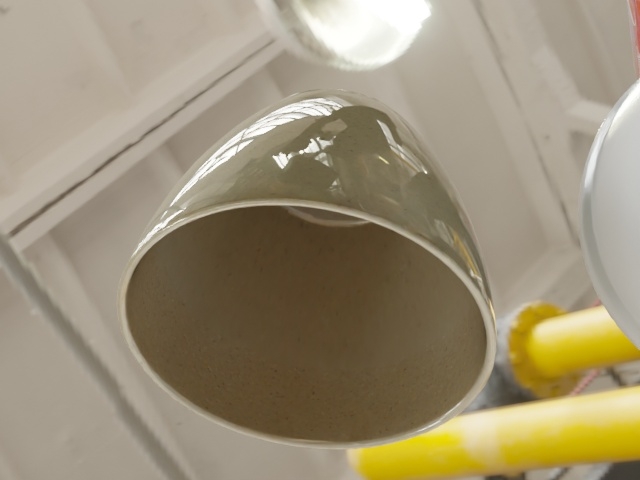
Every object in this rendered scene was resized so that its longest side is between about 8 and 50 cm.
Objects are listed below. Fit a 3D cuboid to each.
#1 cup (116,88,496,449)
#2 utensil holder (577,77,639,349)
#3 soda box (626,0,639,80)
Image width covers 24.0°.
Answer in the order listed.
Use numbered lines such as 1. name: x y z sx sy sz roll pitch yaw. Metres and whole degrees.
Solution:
1. cup: 0.000 0.000 1.381 0.331 0.331 0.237 31 -138 -21
2. utensil holder: 0.386 -0.065 1.136 0.327 0.385 0.328 0 -104 1
3. soda box: 0.374 -0.242 1.595 0.092 0.263 0.083 -12 -120 10
